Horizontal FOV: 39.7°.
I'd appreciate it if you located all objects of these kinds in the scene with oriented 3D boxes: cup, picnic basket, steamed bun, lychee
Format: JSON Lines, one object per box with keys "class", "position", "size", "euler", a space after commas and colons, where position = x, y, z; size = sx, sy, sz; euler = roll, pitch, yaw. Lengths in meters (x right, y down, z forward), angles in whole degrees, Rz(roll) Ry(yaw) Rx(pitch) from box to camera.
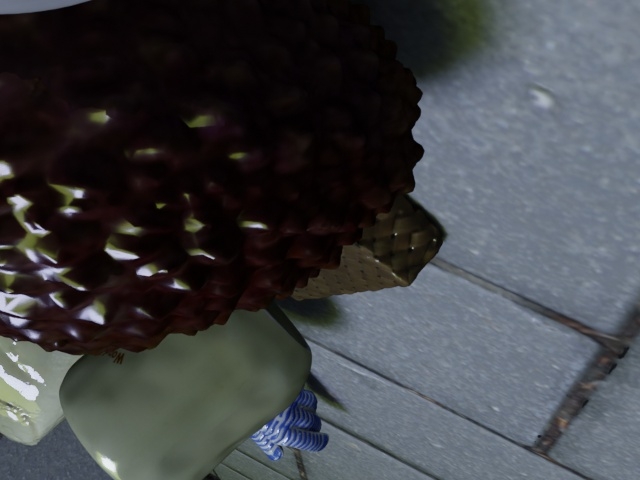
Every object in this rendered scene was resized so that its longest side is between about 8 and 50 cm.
{"class": "cup", "position": [-0.117, 0.138, 0.902], "size": [0.173, 0.202, 0.255], "euler": [48, 180, 18]}
{"class": "picnic basket", "position": [0.000, 0.000, 0.678], "size": [0.110, 0.055, 0.193], "euler": [39, 155, -20]}
{"class": "steamed bun", "position": [-0.370, 0.086, 1.124], "size": [0.290, 0.274, 0.272], "euler": [30, 142, -8]}
{"class": "lychee", "position": [-0.081, -0.062, 0.438], "size": [0.271, 0.271, 0.271], "euler": [26, 157, 12]}

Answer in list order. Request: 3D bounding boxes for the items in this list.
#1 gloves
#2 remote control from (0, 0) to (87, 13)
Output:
{"class": "gloves", "position": [-0.075, 0.195, 1.111], "size": [0.229, 0.119, 0.097], "euler": [38, -171, -23]}
{"class": "remote control", "position": [-0.135, -0.209, 0.219], "size": [0.332, 0.221, 0.103], "euler": [47, -173, -32]}
